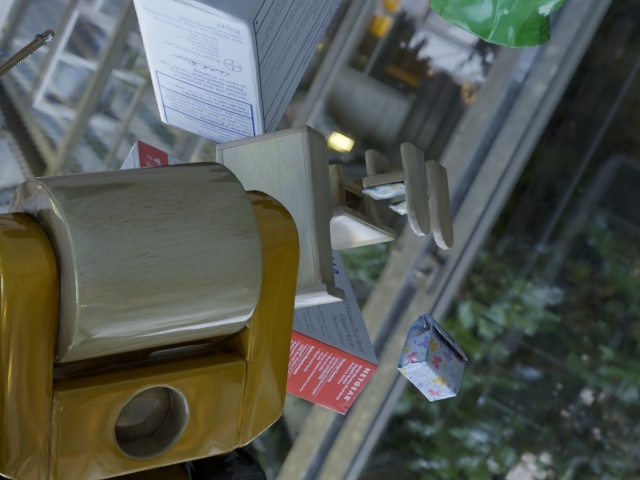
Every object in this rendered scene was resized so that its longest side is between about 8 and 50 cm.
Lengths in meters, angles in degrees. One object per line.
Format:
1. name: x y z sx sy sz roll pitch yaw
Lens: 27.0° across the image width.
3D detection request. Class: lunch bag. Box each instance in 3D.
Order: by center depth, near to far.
1. lunch bag: 0.135 0.134 1.571 0.071 0.053 0.083 47 -138 -27

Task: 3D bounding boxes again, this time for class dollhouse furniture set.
1. dollhouse furniture set: 0.000 0.000 1.329 0.212 0.160 0.242 -11 166 23

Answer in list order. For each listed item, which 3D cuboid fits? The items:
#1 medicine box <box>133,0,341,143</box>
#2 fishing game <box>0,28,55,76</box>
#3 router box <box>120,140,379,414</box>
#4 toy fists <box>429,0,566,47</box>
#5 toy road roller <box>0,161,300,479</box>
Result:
1. medicine box: -0.088 -0.293 1.595 0.149 0.263 0.289 21 155 10
2. fishing game: -0.330 -0.107 1.009 0.264 0.189 0.041 -1 125 48
3. router box: -0.104 0.038 1.641 0.301 0.082 0.335 24 -157 -23
4. toy fists: 0.117 -0.268 1.076 0.096 0.142 0.279 -8 -147 -29
5. toy road roller: -0.167 0.086 0.928 0.203 0.329 0.241 -7 -153 -33
